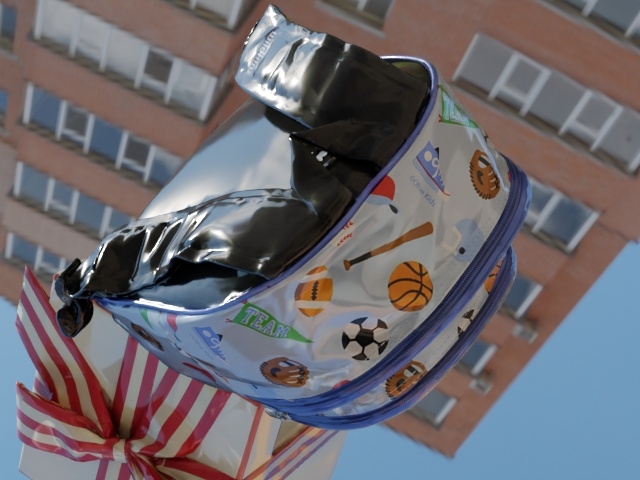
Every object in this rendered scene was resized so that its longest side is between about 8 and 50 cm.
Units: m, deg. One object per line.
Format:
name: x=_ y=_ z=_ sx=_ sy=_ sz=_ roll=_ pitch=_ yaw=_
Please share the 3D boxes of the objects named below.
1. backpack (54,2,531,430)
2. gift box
backpack: x=0.000 y=0.000 z=0.812 sx=0.213 sy=0.263 sz=0.276 roll=40 pitch=-104 yaw=-19
gift box: x=-0.118 y=0.120 z=1.139 sx=0.255 sy=0.276 sz=0.258 roll=24 pitch=-149 yaw=23
